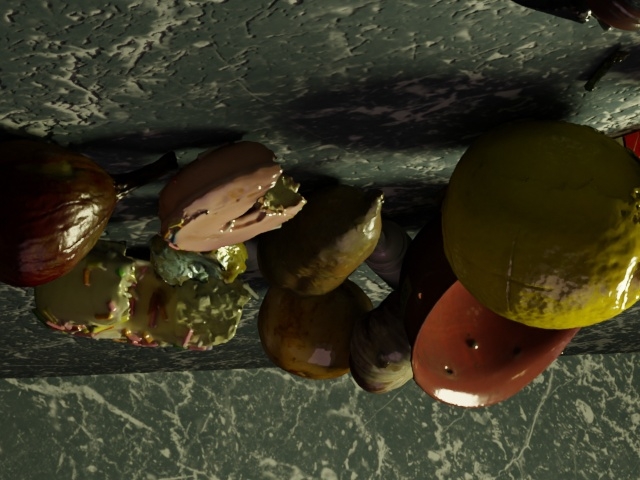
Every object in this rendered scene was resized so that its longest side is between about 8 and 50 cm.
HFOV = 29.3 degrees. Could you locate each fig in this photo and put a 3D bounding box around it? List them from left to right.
[{"bbox_3d":[-0.324,-0.075,1.535,0.290,0.191,0.190,-40,174,-16],"label":"fig"}]

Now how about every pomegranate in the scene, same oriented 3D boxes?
[{"bbox_3d":[-0.005,0.152,2.350,0.248,0.248,0.248,-6,166,-1],"label":"pomegranate"}]

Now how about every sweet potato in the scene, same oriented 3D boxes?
[{"bbox_3d":[0.000,0.000,1.890,0.157,0.158,0.369,-2,167,-16],"label":"sweet potato"}]

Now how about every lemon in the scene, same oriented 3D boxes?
[{"bbox_3d":[0.308,-0.023,1.635,0.297,0.297,0.297,-6,166,-1],"label":"lemon"}]

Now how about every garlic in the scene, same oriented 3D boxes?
[{"bbox_3d":[0.152,0.167,2.243,0.245,0.160,0.245,-24,154,-12],"label":"garlic"}]

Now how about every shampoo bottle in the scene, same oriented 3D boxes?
[{"bbox_3d":[-0.135,0.022,2.106,0.108,0.051,0.221,-14,164,24],"label":"shampoo bottle"},{"bbox_3d":[0.127,0.027,2.155,0.092,0.092,0.303,-9,167,12],"label":"shampoo bottle"}]

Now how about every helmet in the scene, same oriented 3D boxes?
[{"bbox_3d":[0.264,0.073,2.046,0.337,0.230,0.385,-18,140,-12],"label":"helmet"}]

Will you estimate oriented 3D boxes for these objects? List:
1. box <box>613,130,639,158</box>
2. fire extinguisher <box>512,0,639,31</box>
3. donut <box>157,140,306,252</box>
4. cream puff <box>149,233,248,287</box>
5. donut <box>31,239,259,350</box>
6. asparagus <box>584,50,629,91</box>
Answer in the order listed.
[{"bbox_3d":[0.450,-0.120,1.806,0.152,0.048,0.100,-15,165,40],"label":"box"},{"bbox_3d":[0.297,-0.267,1.073,0.138,0.102,0.344,36,150,-18],"label":"fire extinguisher"},{"bbox_3d":[-0.132,-0.058,1.674,0.199,0.085,0.233,-24,164,3],"label":"donut"},{"bbox_3d":[-0.185,0.001,1.874,0.156,0.121,0.156,-14,-153,7],"label":"cream puff"},{"bbox_3d":[-0.322,0.094,2.041,0.307,0.150,0.371,0,169,38],"label":"donut"},{"bbox_3d":[0.344,-0.206,1.477,0.015,0.014,0.114,17,164,-4],"label":"asparagus"}]
